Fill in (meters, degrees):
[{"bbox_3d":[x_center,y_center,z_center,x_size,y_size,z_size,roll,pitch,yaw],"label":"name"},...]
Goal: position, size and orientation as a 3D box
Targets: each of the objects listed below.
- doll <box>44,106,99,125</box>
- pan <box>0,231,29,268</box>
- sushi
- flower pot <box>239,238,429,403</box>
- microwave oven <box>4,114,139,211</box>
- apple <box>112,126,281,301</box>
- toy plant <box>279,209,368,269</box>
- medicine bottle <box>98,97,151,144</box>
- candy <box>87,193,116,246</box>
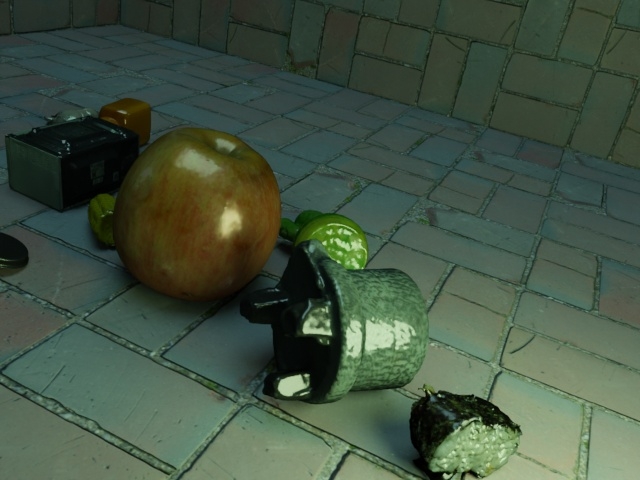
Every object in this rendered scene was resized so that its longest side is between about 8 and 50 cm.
[{"bbox_3d":[-0.837,-0.403,2.062,0.149,0.095,0.192,25,28,21],"label":"doll"},{"bbox_3d":[-0.734,0.026,1.292,0.136,0.028,0.235,33,18,10],"label":"pan"},{"bbox_3d":[0.236,0.335,1.030,0.213,0.147,0.115,13,16,-36],"label":"sushi"},{"bbox_3d":[0.018,0.148,1.121,0.283,0.299,0.299,0,29,-28],"label":"flower pot"},{"bbox_3d":[-0.693,-0.236,1.707,0.238,0.181,0.295,21,29,21],"label":"microwave oven"},{"bbox_3d":[-0.273,-0.071,1.374,0.392,0.346,0.391,13,24,-6],"label":"apple"},{"bbox_3d":[0.000,0.000,1.563,0.224,0.184,0.316,10,11,-12],"label":"toy plant"},{"bbox_3d":[-0.673,-0.382,2.017,0.112,0.149,0.222,16,29,12],"label":"medicine bottle"},{"bbox_3d":[-0.546,-0.067,1.529,0.094,0.106,0.199,12,17,-37],"label":"candy"}]
